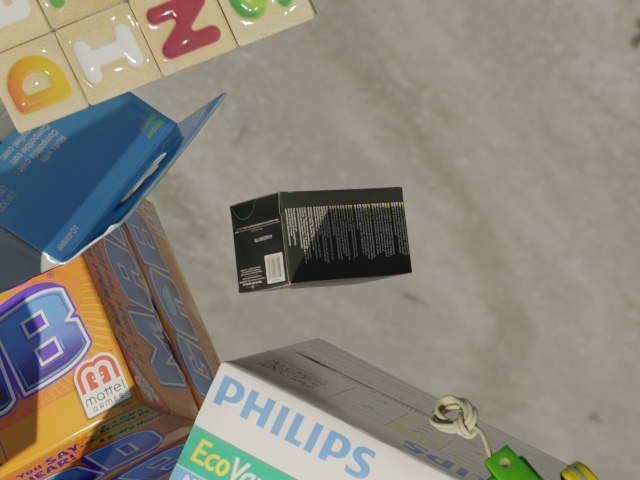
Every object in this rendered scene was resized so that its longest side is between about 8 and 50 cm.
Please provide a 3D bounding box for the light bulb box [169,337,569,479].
[{"bbox_3d":[0.059,0.276,1.505,0.358,0.225,0.361,26,-174,13],"label":"light bulb box"}]

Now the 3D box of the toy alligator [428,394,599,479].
[{"bbox_3d":[0.114,0.140,0.760,0.051,0.056,0.189,60,171,-34],"label":"toy alligator"}]

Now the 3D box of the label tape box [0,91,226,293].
[{"bbox_3d":[-0.284,-0.051,1.403,0.347,0.249,0.115,-24,112,34],"label":"label tape box"}]

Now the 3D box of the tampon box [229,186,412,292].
[{"bbox_3d":[0.000,0.000,1.701,0.161,0.101,0.120,-3,175,-31],"label":"tampon box"}]

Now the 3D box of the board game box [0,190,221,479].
[{"bbox_3d":[-0.353,0.141,1.812,0.356,0.356,0.356,65,-170,20],"label":"board game box"}]

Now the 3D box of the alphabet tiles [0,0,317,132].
[{"bbox_3d":[-0.162,-0.233,0.988,0.011,0.342,0.285,-71,-41,-66],"label":"alphabet tiles"}]
